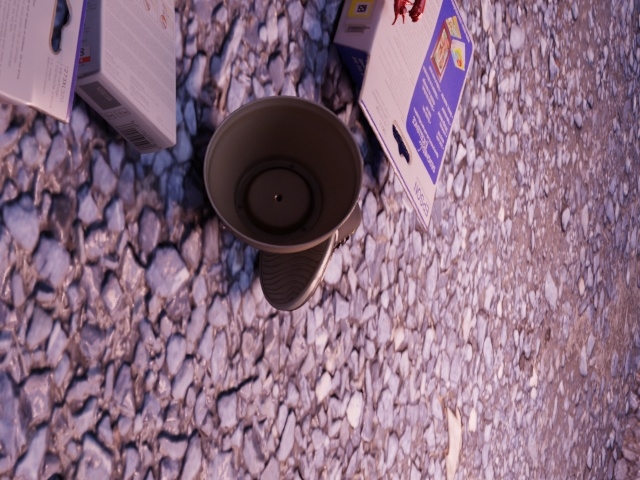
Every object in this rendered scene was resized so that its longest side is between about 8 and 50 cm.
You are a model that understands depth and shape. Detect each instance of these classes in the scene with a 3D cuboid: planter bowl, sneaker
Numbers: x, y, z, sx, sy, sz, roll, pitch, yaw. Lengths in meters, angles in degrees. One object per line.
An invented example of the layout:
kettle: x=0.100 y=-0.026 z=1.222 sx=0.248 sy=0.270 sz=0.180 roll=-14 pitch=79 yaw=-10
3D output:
planter bowl: x=-0.041 y=-0.057 z=1.593 sx=0.109 sy=0.162 sz=0.162 roll=106 pitch=-6 yaw=-74
sneaker: x=0.000 y=0.000 z=1.747 sx=0.118 sy=0.083 sz=0.222 roll=58 pitch=41 yaw=-52

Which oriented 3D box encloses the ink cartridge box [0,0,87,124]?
ink cartridge box: x=-0.292 y=-0.214 z=1.107 sx=0.371 sy=0.069 sz=0.175 roll=24 pitch=70 yaw=-61

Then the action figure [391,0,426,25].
action figure: x=0.064 y=-0.291 z=1.746 sx=0.280 sy=0.091 sz=0.139 roll=-22 pitch=118 yaw=-39

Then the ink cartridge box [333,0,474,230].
ink cartridge box: x=0.104 y=-0.220 z=1.976 sx=0.303 sy=0.072 sz=0.307 roll=58 pitch=44 yaw=-53

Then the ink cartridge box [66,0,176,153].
ink cartridge box: x=-0.182 y=-0.190 z=1.403 sx=0.145 sy=0.045 sz=0.179 roll=47 pitch=32 yaw=-57
